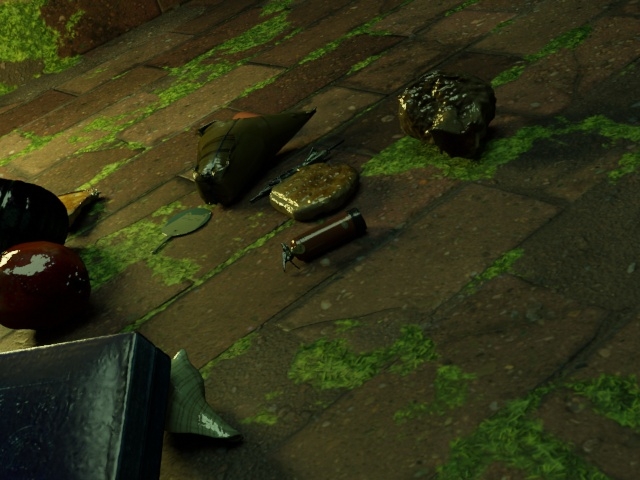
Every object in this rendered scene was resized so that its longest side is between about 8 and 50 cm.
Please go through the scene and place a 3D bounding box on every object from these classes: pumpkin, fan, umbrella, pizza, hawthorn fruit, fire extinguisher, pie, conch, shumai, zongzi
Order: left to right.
[{"bbox_3d":[-0.674,-0.007,1.969,0.248,0.248,0.248,-15,29,9],"label":"pumpkin"},{"bbox_3d":[-0.513,0.090,1.732,0.235,0.181,0.181,-2,33,21],"label":"hawthorn fruit"},{"bbox_3d":[-0.605,-0.066,2.174,0.185,0.052,0.195,-17,23,-10],"label":"pizza"},{"bbox_3d":[-0.228,0.223,1.351,0.137,0.114,0.234,-3,7,-34],"label":"conch"},{"bbox_3d":[-0.306,-0.023,1.959,0.113,0.005,0.175,3,36,35],"label":"fan"},{"bbox_3d":[-0.137,-0.199,2.048,0.289,0.123,0.260,-13,34,4],"label":"zongzi"},{"bbox_3d":[-0.047,-0.159,2.002,0.269,0.044,0.044,-35,5,-24],"label":"umbrella"},{"bbox_3d":[-0.008,-0.106,1.878,0.195,0.046,0.195,-16,30,10],"label":"pie"},{"bbox_3d":[0.000,0.000,1.689,0.177,0.050,0.062,-28,68,-12],"label":"fire extinguisher"},{"bbox_3d":[0.258,-0.234,1.854,0.205,0.166,0.176,-12,52,16],"label":"shumai"}]

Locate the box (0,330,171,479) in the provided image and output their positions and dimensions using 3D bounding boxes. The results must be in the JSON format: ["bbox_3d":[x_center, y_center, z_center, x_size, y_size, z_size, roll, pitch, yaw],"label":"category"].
[{"bbox_3d":[-0.351,0.281,1.234,0.261,0.116,0.279,-11,56,19],"label":"box"}]

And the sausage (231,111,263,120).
[{"bbox_3d":[-0.163,-0.283,2.263,0.062,0.062,0.154,-33,30,-23],"label":"sausage"}]
